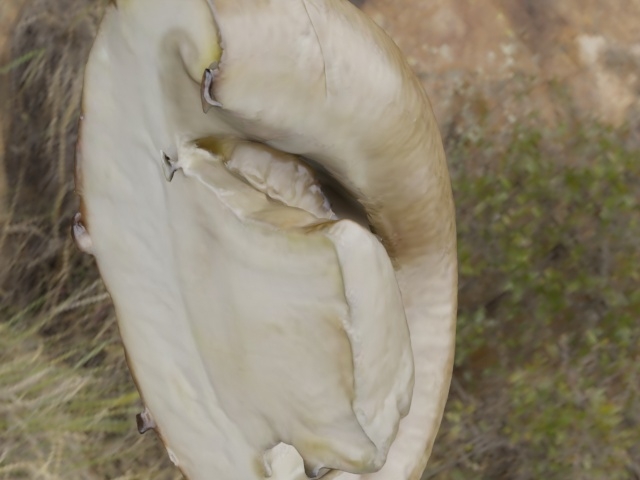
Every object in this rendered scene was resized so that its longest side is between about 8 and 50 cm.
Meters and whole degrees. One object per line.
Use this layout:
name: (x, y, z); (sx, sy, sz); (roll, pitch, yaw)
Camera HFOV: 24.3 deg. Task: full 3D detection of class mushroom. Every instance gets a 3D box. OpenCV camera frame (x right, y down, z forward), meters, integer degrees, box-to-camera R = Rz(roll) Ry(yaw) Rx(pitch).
mushroom: (0.000, 0.000, 0.635); (0.151, 0.156, 0.285); (-32, 125, -37)
